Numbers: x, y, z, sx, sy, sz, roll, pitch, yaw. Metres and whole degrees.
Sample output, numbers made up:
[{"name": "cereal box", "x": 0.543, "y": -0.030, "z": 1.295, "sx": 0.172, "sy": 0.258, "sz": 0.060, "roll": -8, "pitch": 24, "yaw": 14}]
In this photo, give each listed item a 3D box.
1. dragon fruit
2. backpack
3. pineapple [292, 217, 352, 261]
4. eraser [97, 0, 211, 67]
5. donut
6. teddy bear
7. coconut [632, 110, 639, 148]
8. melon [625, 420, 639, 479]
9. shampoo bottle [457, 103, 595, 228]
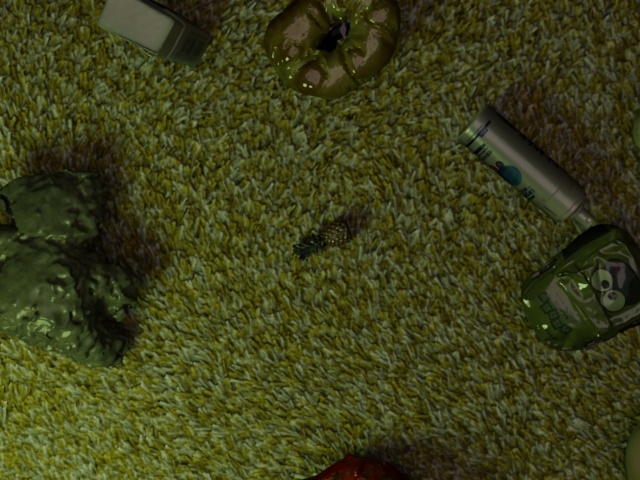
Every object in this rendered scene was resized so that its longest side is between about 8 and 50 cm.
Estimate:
[{"name": "dragon fruit", "x": 0.071, "y": 0.517, "z": 1.834, "sx": 0.268, "sy": 0.210, "sz": 0.205, "roll": 12, "pitch": 124, "yaw": -1}, {"name": "backpack", "x": 0.511, "y": 0.097, "z": 1.798, "sx": 0.253, "sy": 0.140, "sz": 0.207, "roll": -33, "pitch": 93, "yaw": 12}, {"name": "pineapple", "x": 0.000, "y": 0.000, "z": 1.860, "sx": 0.124, "sy": 0.058, "sz": 0.058, "roll": -23, "pitch": 93, "yaw": 6}, {"name": "eraser", "x": -0.298, "y": -0.389, "z": 1.727, "sx": 0.130, "sy": 0.287, "sz": 0.086, "roll": 29, "pitch": 98, "yaw": 1}, {"name": "donut", "x": 0.029, "y": -0.386, "z": 1.786, "sx": 0.261, "sy": 0.128, "sz": 0.208, "roll": -35, "pitch": 93, "yaw": 6}, {"name": "teddy bear", "x": -0.514, "y": 0.038, "z": 1.849, "sx": 0.358, "sy": 0.224, "sz": 0.367, "roll": 18, "pitch": 81, "yaw": 4}, {"name": "coconut", "x": 0.673, "y": -0.209, "z": 1.743, "sx": 0.161, "sy": 0.162, "sz": 0.160, "roll": 0, "pitch": 96, "yaw": 4}, {"name": "melon", "x": 0.698, "y": 0.462, "z": 1.772, "sx": 0.223, "sy": 0.223, "sz": 0.316, "roll": -15, "pitch": 92, "yaw": 5}, {"name": "shampoo bottle", "x": 0.404, "y": -0.131, "z": 1.804, "sx": 0.303, "sy": 0.092, "sz": 0.092, "roll": 41, "pitch": 96, "yaw": -1}]
